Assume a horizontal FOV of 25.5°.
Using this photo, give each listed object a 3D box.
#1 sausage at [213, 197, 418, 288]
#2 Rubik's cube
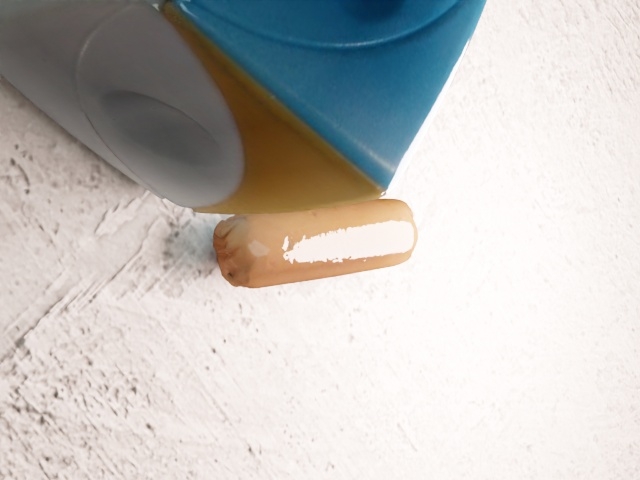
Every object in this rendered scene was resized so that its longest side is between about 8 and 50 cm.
[{"bbox_3d":[0.000,0.001,1.593,0.289,0.086,0.086,-7,94,-44],"label":"sausage"},{"bbox_3d":[-0.081,-0.249,1.340,0.352,0.347,0.351,37,66,-37],"label":"Rubik's cube"}]
